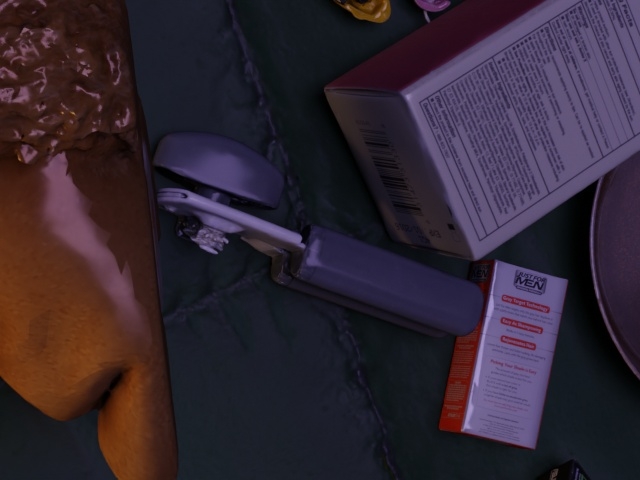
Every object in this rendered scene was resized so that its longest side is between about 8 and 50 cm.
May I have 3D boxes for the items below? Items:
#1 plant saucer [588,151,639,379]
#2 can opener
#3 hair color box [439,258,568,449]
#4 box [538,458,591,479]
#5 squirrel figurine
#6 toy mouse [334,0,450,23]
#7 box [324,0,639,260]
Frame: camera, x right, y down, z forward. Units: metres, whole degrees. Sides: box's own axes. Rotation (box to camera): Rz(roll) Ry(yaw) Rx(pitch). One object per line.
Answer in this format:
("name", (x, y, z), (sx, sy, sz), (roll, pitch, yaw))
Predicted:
("plant saucer", (0.353, 0.007, 1.540), (0.311, 0.050, 0.310), (1, 87, -23))
("can opener", (0.000, 0.000, 1.376), (0.280, 0.074, 0.093), (25, 77, -20))
("hair color box", (0.148, 0.092, 1.450), (0.072, 0.043, 0.141), (16, 82, -21))
("box", (0.225, 0.292, 1.409), (0.184, 0.045, 0.190), (52, 25, -10))
("squirrel figurine", (-0.291, -0.020, 1.109), (0.370, 0.397, 0.281), (-6, 46, -3))
("toy mouse", (0.066, -0.235, 1.432), (0.161, 0.031, 0.143), (39, 86, -26))
("box", (0.146, -0.109, 1.406), (0.232, 0.127, 0.148), (-33, 110, -22))
